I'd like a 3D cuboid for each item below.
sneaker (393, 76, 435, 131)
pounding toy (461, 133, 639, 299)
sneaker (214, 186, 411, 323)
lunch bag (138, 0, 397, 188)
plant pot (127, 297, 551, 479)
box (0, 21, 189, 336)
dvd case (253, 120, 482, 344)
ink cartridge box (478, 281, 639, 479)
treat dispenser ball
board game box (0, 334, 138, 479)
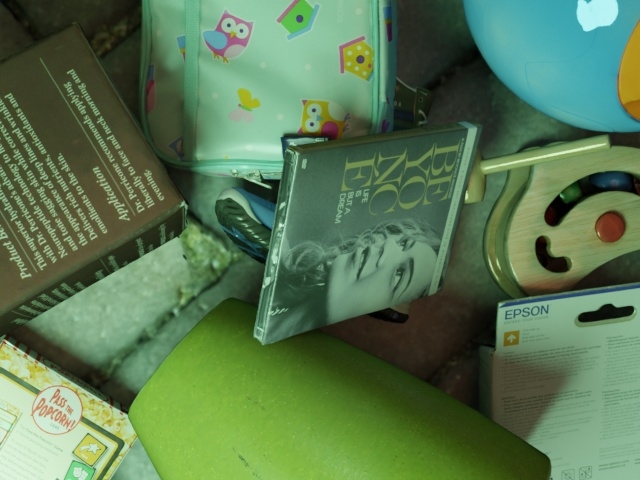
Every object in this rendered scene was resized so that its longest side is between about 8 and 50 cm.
[{"bbox_3d":[0.075,-0.107,0.982,0.086,0.064,0.192,-32,95,-5],"label":"sneaker"},{"bbox_3d":[0.245,-0.015,0.979,0.269,0.155,0.154,2,90,-9],"label":"pounding toy"},{"bbox_3d":[0.000,0.000,0.971,0.211,0.080,0.081,28,80,-22],"label":"sneaker"},{"bbox_3d":[-0.048,-0.183,0.905,0.224,0.108,0.279,1,90,10],"label":"lunch bag"},{"bbox_3d":[-0.008,0.191,0.895,0.293,0.275,0.275,40,83,5],"label":"plant pot"},{"bbox_3d":[-0.234,-0.038,0.854,0.203,0.167,0.168,-30,89,-9],"label":"box"},{"bbox_3d":[0.044,-0.011,0.878,0.221,0.018,0.165,-13,123,-43],"label":"dvd case"},{"bbox_3d":[0.260,0.138,1.015,0.223,0.045,0.224,-6,111,-12],"label":"ink cartridge box"},{"bbox_3d":[0.262,-0.237,0.905,0.288,0.288,0.288,-1,92,-13],"label":"treat dispenser ball"},{"bbox_3d":[-0.267,0.203,0.929,0.146,0.045,0.193,35,85,-11],"label":"board game box"}]
